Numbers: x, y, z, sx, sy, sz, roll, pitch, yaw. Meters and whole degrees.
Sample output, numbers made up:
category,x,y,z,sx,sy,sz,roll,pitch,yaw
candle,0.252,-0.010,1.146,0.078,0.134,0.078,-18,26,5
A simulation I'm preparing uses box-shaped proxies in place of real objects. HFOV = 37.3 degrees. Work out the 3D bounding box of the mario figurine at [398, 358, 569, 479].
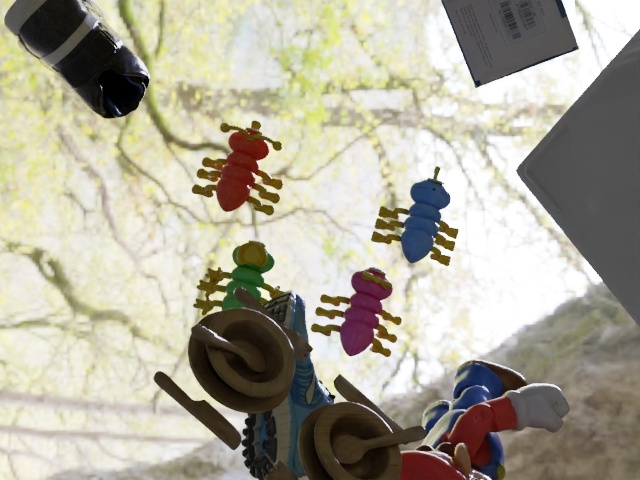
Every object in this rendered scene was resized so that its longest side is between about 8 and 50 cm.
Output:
category,x,y,z,sx,sy,sz,roll,pitch,yaw
mario figurine,0.145,0.243,0.902,0.320,0.170,0.198,-42,131,-66

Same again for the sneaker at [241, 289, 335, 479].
category,x,y,z,sx,sy,sz,roll,pitch,yaw
sneaker,-0.025,0.122,0.799,0.063,0.073,0.162,-21,-119,48

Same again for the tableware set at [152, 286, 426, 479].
category,x,y,z,sx,sy,sz,roll,pitch,yaw
tableware set,-0.012,0.118,0.704,0.039,0.194,0.128,-49,180,40

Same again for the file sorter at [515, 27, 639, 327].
category,x,y,z,sx,sy,sz,roll,pitch,yaw
file sorter,0.292,-0.003,0.532,0.193,0.173,0.278,-51,-128,27

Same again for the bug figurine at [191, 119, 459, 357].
category,x,y,z,sx,sy,sz,roll,pitch,yaw
bug figurine,0.000,0.000,0.936,0.072,0.279,0.216,114,-10,-75

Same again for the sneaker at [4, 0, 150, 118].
category,x,y,z,sx,sy,sz,roll,pitch,yaw
sneaker,-0.209,-0.160,0.855,0.121,0.079,0.217,47,2,-9

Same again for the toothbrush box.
category,x,y,z,sx,sy,sz,roll,pitch,yaw
toothbrush box,0.213,-0.339,1.128,0.216,0.126,0.295,64,22,-18
